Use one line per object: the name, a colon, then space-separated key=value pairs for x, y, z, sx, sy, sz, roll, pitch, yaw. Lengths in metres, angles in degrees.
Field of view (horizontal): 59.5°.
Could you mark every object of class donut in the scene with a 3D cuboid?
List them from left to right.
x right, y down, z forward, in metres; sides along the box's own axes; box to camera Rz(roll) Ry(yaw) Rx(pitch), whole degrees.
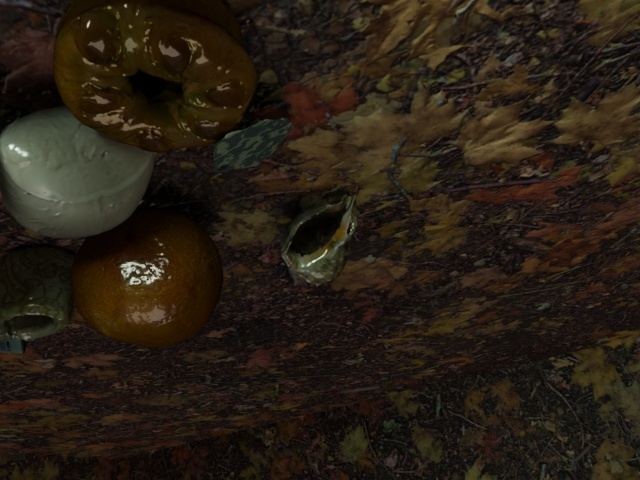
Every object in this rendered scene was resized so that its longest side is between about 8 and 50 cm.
donut: x=-0.188 y=-0.196 z=0.647 sx=0.226 sy=0.114 sz=0.227 roll=-7 pitch=152 yaw=-3

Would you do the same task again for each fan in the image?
fan: x=-0.097 y=-0.133 z=0.793 sx=0.131 sy=0.009 sz=0.240 roll=-31 pitch=178 yaw=4

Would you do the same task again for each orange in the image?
orange: x=-0.300 y=0.070 z=0.981 sx=0.264 sy=0.264 sz=0.264 roll=-6 pitch=152 yaw=-3

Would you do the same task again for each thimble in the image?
thimble: x=-0.562 y=0.107 z=1.086 sx=0.190 sy=0.144 sz=0.137 roll=-25 pitch=148 yaw=29

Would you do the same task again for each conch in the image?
conch: x=0.000 y=0.000 z=1.043 sx=0.207 sy=0.130 sz=0.155 roll=-51 pitch=163 yaw=31

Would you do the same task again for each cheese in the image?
cheese: x=-0.329 y=-0.085 z=0.756 sx=0.198 sy=0.155 sz=0.189 roll=-19 pitch=171 yaw=-40

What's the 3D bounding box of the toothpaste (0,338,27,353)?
toothpaste: x=-0.713 y=0.177 z=1.265 sx=0.089 sy=0.071 sz=0.313 roll=9 pitch=149 yaw=-21
